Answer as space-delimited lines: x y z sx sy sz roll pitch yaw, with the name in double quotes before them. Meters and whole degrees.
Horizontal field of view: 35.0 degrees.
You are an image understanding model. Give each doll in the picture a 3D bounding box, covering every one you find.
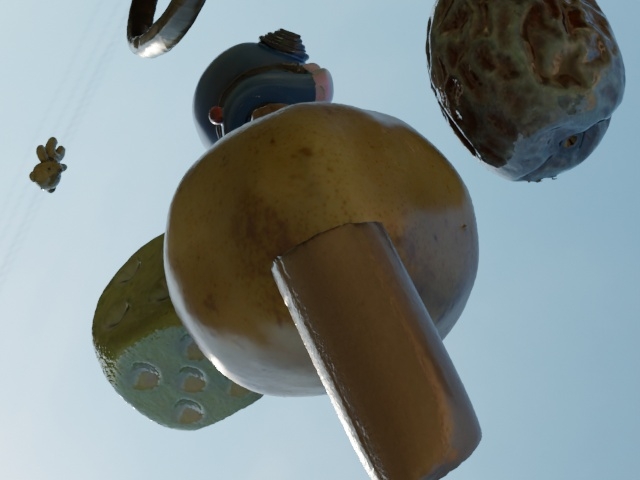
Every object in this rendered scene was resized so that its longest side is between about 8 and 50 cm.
"doll" -0.095 -0.212 1.699 0.310 0.240 0.284 -111 -138 -74
"doll" -0.429 -0.121 1.599 0.051 0.061 0.093 -35 -142 12

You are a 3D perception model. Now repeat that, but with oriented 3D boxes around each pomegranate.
"pomegranate" 0.000 0.000 1.301 0.416 0.417 0.417 -28 -144 22

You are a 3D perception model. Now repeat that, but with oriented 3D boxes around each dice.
"dice" -0.200 0.131 1.579 0.233 0.227 0.238 -31 -149 19

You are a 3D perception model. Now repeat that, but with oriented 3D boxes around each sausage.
"sausage" 0.056 0.111 0.956 0.123 0.123 0.253 -30 -105 19

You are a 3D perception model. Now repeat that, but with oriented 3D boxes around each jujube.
"jujube" 0.260 -0.240 1.321 0.246 0.215 0.308 -24 -120 -1

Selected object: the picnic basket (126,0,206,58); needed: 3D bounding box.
"picnic basket" -0.132 -0.344 1.081 0.337 0.337 0.293 -52 -159 -14
